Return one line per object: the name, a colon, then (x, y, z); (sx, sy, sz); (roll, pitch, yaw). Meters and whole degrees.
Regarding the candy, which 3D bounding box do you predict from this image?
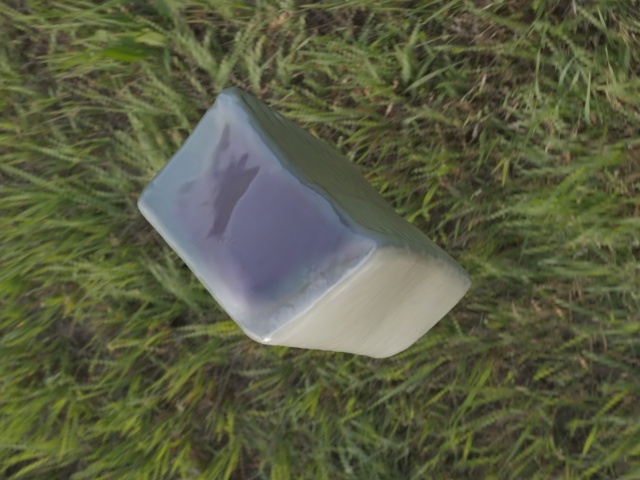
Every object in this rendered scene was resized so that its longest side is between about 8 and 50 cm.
candy: (0.000, 0.003, 0.998); (0.208, 0.358, 0.145); (45, 98, 19)
